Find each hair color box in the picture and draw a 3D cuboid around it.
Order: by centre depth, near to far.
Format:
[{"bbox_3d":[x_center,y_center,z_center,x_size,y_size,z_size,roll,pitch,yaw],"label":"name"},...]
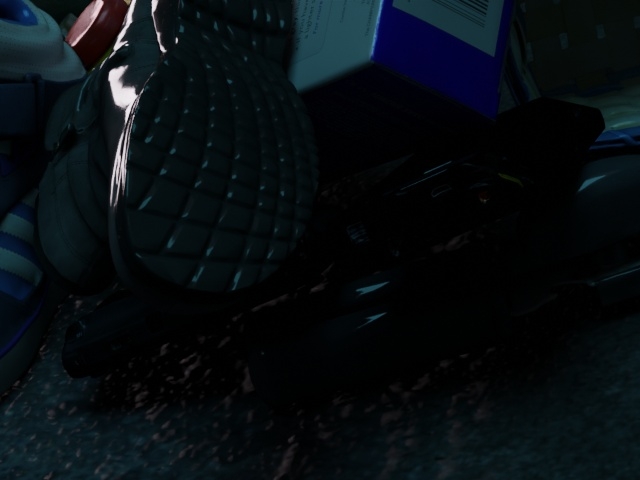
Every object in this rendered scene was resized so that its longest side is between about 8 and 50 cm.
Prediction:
[{"bbox_3d":[-0.009,-0.140,1.230,0.339,0.110,0.185,-15,58,53],"label":"hair color box"}]

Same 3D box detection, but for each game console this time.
[{"bbox_3d":[0.000,0.000,1.146,0.361,0.044,0.213,-23,6,23],"label":"game console"}]

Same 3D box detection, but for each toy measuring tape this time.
[{"bbox_3d":[-0.167,-0.174,1.572,0.121,0.121,0.330,-20,24,-6],"label":"toy measuring tape"}]

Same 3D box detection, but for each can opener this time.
[{"bbox_3d":[0.084,0.016,1.118,0.283,0.095,0.076,-17,28,1],"label":"can opener"}]

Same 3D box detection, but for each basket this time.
[{"bbox_3d":[0.211,-0.171,1.231,0.201,0.255,0.289,-14,10,-6],"label":"basket"}]

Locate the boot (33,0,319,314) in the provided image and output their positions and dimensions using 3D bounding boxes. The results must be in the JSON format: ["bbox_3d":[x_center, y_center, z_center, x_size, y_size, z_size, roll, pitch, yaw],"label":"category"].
[{"bbox_3d":[-0.104,-0.031,1.115,0.223,0.118,0.338,-50,22,35],"label":"boot"}]

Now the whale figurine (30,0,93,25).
[{"bbox_3d":[-0.244,-0.255,1.756,0.272,0.141,0.216,-42,-3,-6],"label":"whale figurine"}]

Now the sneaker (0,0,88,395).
[{"bbox_3d":[-0.261,-0.039,1.255,0.130,0.236,0.323,-1,32,28],"label":"sneaker"}]

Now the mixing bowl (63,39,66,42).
[{"bbox_3d":[-0.300,-0.120,1.480,0.181,0.098,0.181,-40,27,25],"label":"mixing bowl"}]
